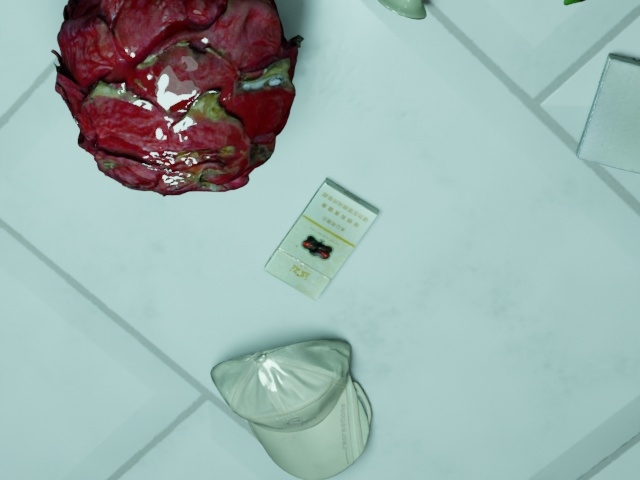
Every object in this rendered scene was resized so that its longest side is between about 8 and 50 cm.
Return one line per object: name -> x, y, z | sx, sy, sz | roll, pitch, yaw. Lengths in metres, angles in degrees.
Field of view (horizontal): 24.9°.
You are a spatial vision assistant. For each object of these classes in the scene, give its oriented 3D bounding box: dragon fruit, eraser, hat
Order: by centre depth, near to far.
dragon fruit -> -0.178, -0.206, 1.817 | 0.329, 0.329, 0.329 | 2, 117, 5
eraser -> 0.412, -0.167, 1.932 | 0.104, 0.023, 0.150 | 14, 117, -1
hat -> -0.044, 0.259, 2.131 | 0.219, 0.164, 0.226 | -17, 92, 15

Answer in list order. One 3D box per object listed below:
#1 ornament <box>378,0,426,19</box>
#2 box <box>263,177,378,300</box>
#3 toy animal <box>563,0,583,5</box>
ornament -> 0.130, -0.362, 1.833 | 0.075, 0.081, 0.156 | 20, 121, -8
box -> 0.000, 0.000, 2.056 | 0.090, 0.024, 0.167 | 31, 114, -10
toy animal -> 0.398, -0.332, 1.808 | 0.041, 0.075, 0.217 | 42, 157, -32
